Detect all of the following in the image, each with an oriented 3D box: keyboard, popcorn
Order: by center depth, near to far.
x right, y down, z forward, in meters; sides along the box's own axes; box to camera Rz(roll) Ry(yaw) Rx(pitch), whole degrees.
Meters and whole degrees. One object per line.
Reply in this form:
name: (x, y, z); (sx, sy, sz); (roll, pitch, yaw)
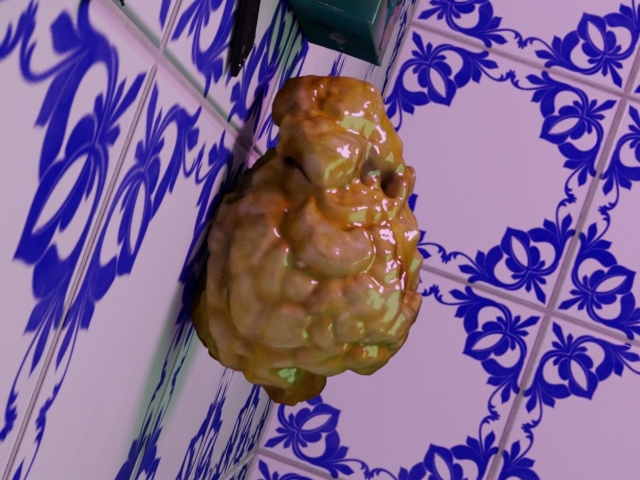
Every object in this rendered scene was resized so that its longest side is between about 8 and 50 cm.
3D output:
keyboard: (-0.053, -0.203, 1.030); (0.053, 0.010, 0.155); (-67, 174, -45)
popcorn: (0.000, 0.000, 1.303); (0.265, 0.225, 0.332); (-16, 114, -78)

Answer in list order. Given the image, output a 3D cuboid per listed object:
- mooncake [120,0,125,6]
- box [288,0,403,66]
mooncake: (-0.065, -0.221, 0.541); (0.150, 0.057, 0.347); (-50, 165, -43)
box: (0.040, -0.277, 1.305); (0.245, 0.092, 0.153); (9, 100, -86)
